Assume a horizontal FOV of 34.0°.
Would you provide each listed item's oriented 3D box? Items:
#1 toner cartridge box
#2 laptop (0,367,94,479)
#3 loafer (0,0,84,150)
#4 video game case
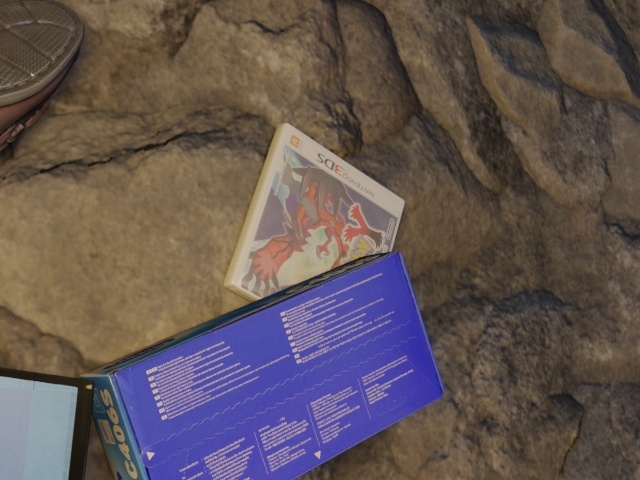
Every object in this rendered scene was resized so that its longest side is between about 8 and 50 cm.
[{"bbox_3d":[-0.044,0.141,1.022,0.347,0.075,0.165,-21,95,-35],"label":"toner cartridge box"},{"bbox_3d":[-0.320,0.204,0.737,0.264,0.136,0.234,6,90,-45],"label":"laptop"},{"bbox_3d":[-0.320,-0.103,0.895,0.109,0.095,0.302,33,51,7],"label":"loafer"},{"bbox_3d":[0.000,0.000,1.141,0.183,0.023,0.201,31,62,-28],"label":"video game case"}]
